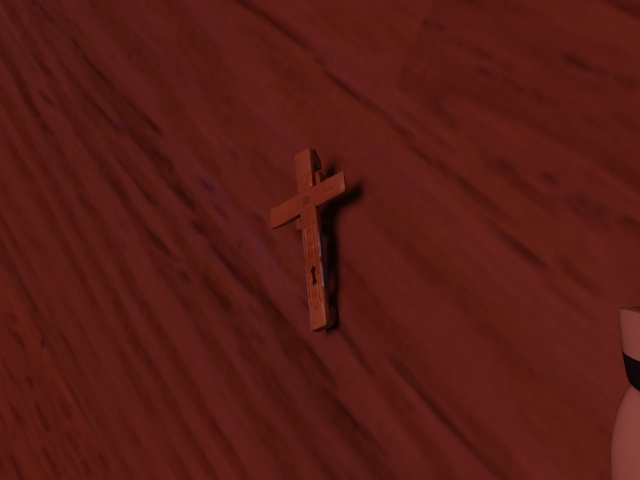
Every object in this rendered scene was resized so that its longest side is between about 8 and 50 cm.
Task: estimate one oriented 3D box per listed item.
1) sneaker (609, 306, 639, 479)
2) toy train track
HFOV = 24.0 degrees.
[{"bbox_3d":[0.152,0.080,0.333,0.235,0.090,0.095,25,109,61],"label":"sneaker"},{"bbox_3d":[0.000,0.000,0.658,0.048,0.014,0.083,-26,59,41],"label":"toy train track"}]
